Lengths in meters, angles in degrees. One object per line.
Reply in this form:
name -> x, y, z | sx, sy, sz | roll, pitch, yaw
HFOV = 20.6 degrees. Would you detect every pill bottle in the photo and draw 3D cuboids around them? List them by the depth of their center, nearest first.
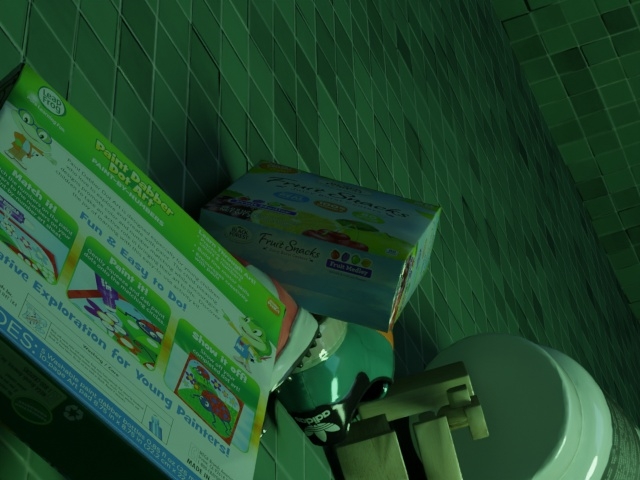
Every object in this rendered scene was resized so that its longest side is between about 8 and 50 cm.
pill bottle -> 0.232, 0.228, 1.920 | 0.361, 0.204, 0.204 | 41, 35, -62

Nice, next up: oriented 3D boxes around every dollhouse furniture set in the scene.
dollhouse furniture set -> 0.095, 0.213, 1.714 | 0.151, 0.144, 0.123 | -104, 178, -77

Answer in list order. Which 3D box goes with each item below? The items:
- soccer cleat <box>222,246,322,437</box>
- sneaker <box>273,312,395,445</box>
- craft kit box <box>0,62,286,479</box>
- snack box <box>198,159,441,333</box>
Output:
soccer cleat -> -0.092, 0.098, 1.265 | 0.116, 0.108, 0.318 | 46, 24, -5
sneaker -> 0.017, 0.083, 1.622 | 0.121, 0.108, 0.302 | 69, 24, -16
craft kit box -> -0.135, 0.040, 1.077 | 0.250, 0.061, 0.247 | 44, 28, -18
snack box -> 0.000, 0.000, 1.499 | 0.207, 0.174, 0.070 | -49, 152, -73
